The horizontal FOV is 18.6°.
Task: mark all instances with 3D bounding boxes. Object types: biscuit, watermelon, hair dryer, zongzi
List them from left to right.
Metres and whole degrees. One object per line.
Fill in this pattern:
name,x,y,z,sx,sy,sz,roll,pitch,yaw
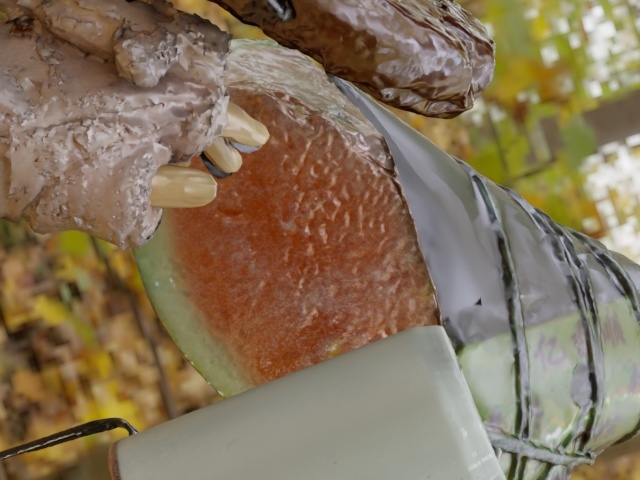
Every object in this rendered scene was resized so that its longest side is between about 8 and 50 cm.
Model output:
biscuit,-0.015,-0.109,0.731,0.192,0.049,0.192,35,12,-8
watermelon,-0.017,0.000,0.960,0.146,0.128,0.231,-97,170,-72
hair dryer,0.014,0.116,0.772,0.236,0.131,0.073,64,5,-63
zongzi,0.080,0.030,1.319,0.383,0.319,0.362,-35,123,-54

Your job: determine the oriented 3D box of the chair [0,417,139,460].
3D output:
chair,-0.138,0.236,1.058,0.140,0.145,0.221,61,18,-47

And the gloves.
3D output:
gloves,-0.096,-0.053,0.719,0.110,0.144,0.094,28,-51,45
